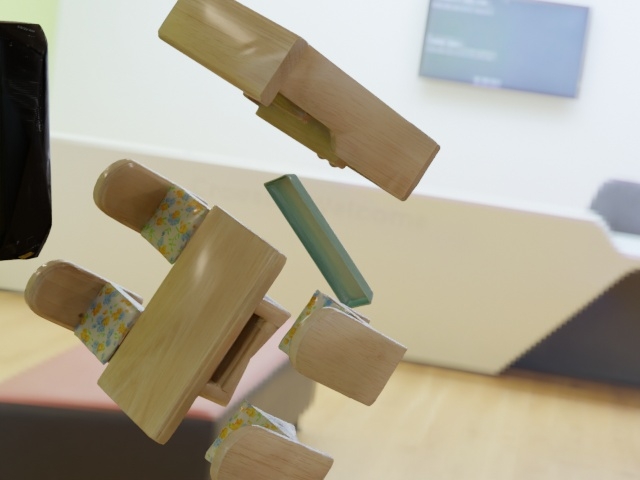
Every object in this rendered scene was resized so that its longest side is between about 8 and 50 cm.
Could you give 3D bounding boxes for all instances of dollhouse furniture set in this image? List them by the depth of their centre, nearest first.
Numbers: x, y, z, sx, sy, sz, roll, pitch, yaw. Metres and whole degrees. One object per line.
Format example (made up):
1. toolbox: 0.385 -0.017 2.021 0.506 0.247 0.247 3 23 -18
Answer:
1. dollhouse furniture set: -0.103 -0.005 1.383 0.362 0.394 0.256 35 3 42

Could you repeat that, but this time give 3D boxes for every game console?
1. game console: -0.408 -0.097 1.306 0.361 0.213 0.044 4 9 20

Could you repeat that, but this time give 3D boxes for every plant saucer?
1. plant saucer: 0.000 0.000 1.756 0.018 0.192 0.067 -39 11 -28
